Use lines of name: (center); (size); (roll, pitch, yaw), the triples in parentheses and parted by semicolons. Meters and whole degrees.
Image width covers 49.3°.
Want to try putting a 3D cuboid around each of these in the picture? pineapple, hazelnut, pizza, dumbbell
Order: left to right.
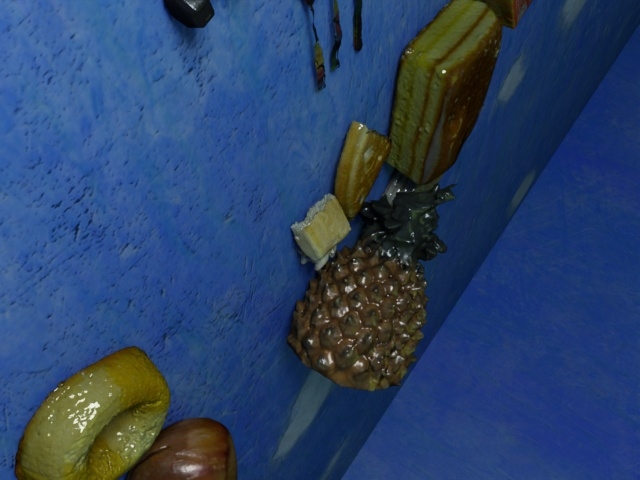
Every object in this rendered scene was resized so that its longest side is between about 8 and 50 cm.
hazelnut: (-0.183, 0.306, 0.923); (0.150, 0.150, 0.150); (-48, 157, -28)
dumbbell: (-0.085, -0.206, 0.546); (0.083, 0.040, 0.036); (-55, 129, -13)
pizza: (0.060, -0.114, 1.007); (0.131, 0.041, 0.178); (-52, 157, -28)
pineapple: (0.096, 0.051, 1.120); (0.358, 0.222, 0.223); (-66, 160, 1)

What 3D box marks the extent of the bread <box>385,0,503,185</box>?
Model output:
bread: (0.191, -0.223, 1.069); (0.184, 0.110, 0.234); (-48, 157, -29)

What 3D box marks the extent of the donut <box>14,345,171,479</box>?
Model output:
donut: (-0.226, 0.195, 0.732); (0.178, 0.065, 0.162); (-33, 147, -49)

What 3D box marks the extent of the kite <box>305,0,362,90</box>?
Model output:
kite: (0.016, -0.273, 0.719); (0.152, 0.015, 0.285); (-51, 158, -21)

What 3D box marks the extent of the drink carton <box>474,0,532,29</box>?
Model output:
drink carton: (0.250, -0.392, 0.988); (0.071, 0.096, 0.223); (-59, 160, 0)

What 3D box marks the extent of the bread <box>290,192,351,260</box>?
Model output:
bread: (0.002, -0.017, 0.987); (0.083, 0.035, 0.070); (-48, 123, -27)

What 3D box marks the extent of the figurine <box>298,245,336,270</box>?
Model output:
figurine: (0.000, 0.000, 1.033); (0.083, 0.047, 0.051); (-55, 150, -25)

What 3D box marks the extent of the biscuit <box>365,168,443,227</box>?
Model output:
biscuit: (0.160, -0.087, 1.257); (0.239, 0.061, 0.108); (-62, 160, 6)
